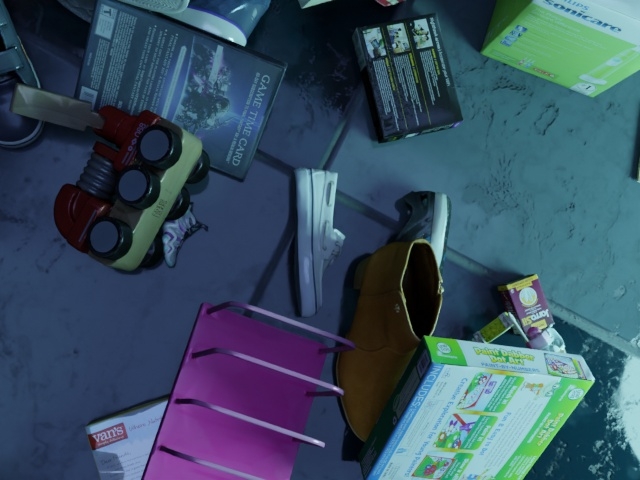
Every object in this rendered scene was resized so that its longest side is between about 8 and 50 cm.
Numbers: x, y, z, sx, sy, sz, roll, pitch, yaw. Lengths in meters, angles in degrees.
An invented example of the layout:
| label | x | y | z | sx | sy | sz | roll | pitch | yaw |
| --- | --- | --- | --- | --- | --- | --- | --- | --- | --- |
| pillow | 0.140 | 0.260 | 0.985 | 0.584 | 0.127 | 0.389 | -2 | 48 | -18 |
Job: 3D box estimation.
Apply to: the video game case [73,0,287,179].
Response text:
| label | x | y | z | sx | sy | sz | roll | pitch | yaw |
| --- | --- | --- | --- | --- | --- | --- | --- | --- | --- |
| video game case | -0.208 | -0.217 | 1.246 | 0.274 | 0.026 | 0.196 | 20 | 123 | -7 |

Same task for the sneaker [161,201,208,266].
| label | x | y | z | sx | sy | sz | roll | pitch | yaw |
| --- | --- | --- | --- | --- | --- | --- | --- | --- | --- |
| sneaker | -0.200 | -0.011 | 1.281 | 0.069 | 0.038 | 0.098 | -3 | 86 | -7 |

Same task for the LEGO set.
| label | x | y | z | sx | sy | sz | roll | pitch | yaw |
| --- | --- | --- | --- | --- | --- | --- | --- | --- | --- |
| LEGO set | 0.226 | 0.198 | 1.292 | 0.287 | 0.132 | 0.107 | -36 | 72 | 19 |

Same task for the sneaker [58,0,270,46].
| label | x | y | z | sx | sy | sz | roll | pitch | yaw |
| --- | --- | --- | --- | --- | --- | --- | --- | --- | --- |
| sneaker | -0.223 | -0.416 | 1.282 | 0.323 | 0.130 | 0.236 | 20 | 72 | 0 |

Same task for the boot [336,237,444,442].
| label | x | y | z | sx | sy | sz | roll | pitch | yaw |
| --- | --- | --- | --- | --- | --- | --- | --- | --- | --- |
| boot | 0.100 | 0.148 | 1.217 | 0.104 | 0.211 | 0.294 | 2 | 84 | -16 |

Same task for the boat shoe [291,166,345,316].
| label | x | y | z | sx | sy | sz | roll | pitch | yaw |
| --- | --- | --- | --- | --- | --- | --- | --- | --- | --- |
| boat shoe | 0.000 | 0.000 | 1.285 | 0.076 | 0.083 | 0.226 | -1 | 84 | -7 |

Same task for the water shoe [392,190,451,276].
| label | x | y | z | sx | sy | sz | roll | pitch | yaw |
| --- | --- | --- | --- | --- | --- | --- | --- | --- | --- |
| water shoe | 0.148 | 0.024 | 1.321 | 0.080 | 0.073 | 0.203 | 9 | 79 | 15 |

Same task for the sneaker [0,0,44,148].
| label | x | y | z | sx | sy | sz | roll | pitch | yaw |
| --- | --- | --- | --- | --- | --- | --- | --- | --- | --- |
| sneaker | -0.492 | -0.287 | 1.223 | 0.126 | 0.127 | 0.321 | -23 | 90 | -11 |

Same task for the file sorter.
| label | x | y | z | sx | sy | sz | roll | pitch | yaw |
| --- | --- | --- | --- | --- | --- | --- | --- | --- | --- |
| file sorter | -0.094 | 0.245 | 1.167 | 0.202 | 0.182 | 0.290 | 21 | 74 | -15 |

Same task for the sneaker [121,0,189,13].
| label | x | y | z | sx | sy | sz | roll | pitch | yaw |
| --- | --- | --- | --- | --- | --- | --- | --- | --- | --- |
| sneaker | -0.293 | -0.422 | 1.162 | 0.293 | 0.108 | 0.169 | 18 | 64 | -5 |

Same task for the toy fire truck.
| label | x | y | z | sx | sy | sz | roll | pitch | yaw |
| --- | --- | --- | --- | --- | --- | --- | --- | --- | --- |
| toy fire truck | -0.320 | -0.104 | 1.220 | 0.246 | 0.158 | 0.217 | 30 | 92 | 21 |

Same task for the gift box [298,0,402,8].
| label | x | y | z | sx | sy | sz | roll | pitch | yaw |
| --- | --- | --- | --- | --- | --- | --- | --- | --- | --- |
| gift box | 0.075 | -0.493 | 1.260 | 0.277 | 0.258 | 0.255 | -18 | 88 | -32 |

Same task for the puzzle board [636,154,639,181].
| label | x | y | z | sx | sy | sz | roll | pitch | yaw |
| --- | --- | --- | --- | --- | --- | --- | --- | --- | --- |
| puzzle board | 0.569 | -0.149 | 1.416 | 0.097 | 0.011 | 0.128 | 11 | 84 | -8 |

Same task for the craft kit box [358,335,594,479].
| label | x | y | z | sx | sy | sz | roll | pitch | yaw |
| --- | --- | --- | --- | --- | --- | --- | --- | --- | --- |
| craft kit box | 0.209 | 0.247 | 1.195 | 0.247 | 0.061 | 0.249 | 11 | 125 | -18 |

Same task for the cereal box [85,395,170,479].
| label | x | y | z | sx | sy | sz | roll | pitch | yaw |
| --- | --- | --- | --- | --- | --- | --- | --- | --- | --- |
| cereal box | -0.219 | 0.349 | 1.241 | 0.173 | 0.047 | 0.240 | -16 | 86 | -11 |

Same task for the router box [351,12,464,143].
| label | x | y | z | sx | sy | sz | roll | pitch | yaw |
| --- | --- | --- | --- | --- | --- | --- | --- | --- | --- |
| router box | 0.135 | -0.252 | 1.346 | 0.133 | 0.046 | 0.178 | -13 | 87 | -9 |

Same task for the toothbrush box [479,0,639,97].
| label | x | y | z | sx | sy | sz | roll | pitch | yaw |
| --- | --- | --- | --- | --- | --- | --- | --- | --- | --- |
| toothbrush box | 0.386 | -0.332 | 1.269 | 0.206 | 0.283 | 0.122 | 20 | 83 | -5 |

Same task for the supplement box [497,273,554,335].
| label | x | y | z | sx | sy | sz | roll | pitch | yaw |
| --- | --- | --- | --- | --- | --- | --- | --- | --- | --- |
| supplement box | 0.317 | 0.100 | 1.341 | 0.055 | 0.043 | 0.083 | -20 | 89 | -11 |
